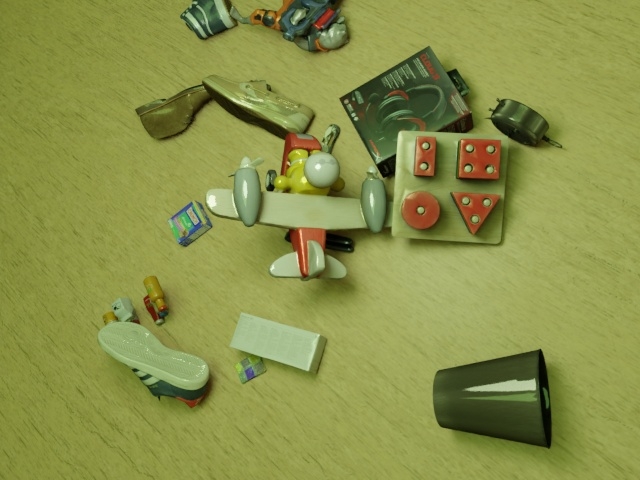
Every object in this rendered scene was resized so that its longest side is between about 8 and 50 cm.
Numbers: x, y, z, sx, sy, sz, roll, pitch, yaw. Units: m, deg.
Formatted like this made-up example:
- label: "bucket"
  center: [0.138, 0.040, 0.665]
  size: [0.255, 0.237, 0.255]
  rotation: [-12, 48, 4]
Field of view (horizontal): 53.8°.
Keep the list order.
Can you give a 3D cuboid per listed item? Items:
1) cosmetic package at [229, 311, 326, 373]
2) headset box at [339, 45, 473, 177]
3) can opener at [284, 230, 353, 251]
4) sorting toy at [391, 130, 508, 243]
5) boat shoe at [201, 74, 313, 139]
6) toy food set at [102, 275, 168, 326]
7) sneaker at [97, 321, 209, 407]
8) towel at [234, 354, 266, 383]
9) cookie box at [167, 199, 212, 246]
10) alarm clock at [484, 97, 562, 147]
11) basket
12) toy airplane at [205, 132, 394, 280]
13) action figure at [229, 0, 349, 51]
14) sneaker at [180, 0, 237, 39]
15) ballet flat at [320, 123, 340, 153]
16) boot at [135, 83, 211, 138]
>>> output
- label: "cosmetic package"
  center: [-0.110, 0.265, 1.641]
  size: [0.239, 0.060, 0.098]
  rotation: [12, 78, 25]
- label: "headset box"
  center: [0.230, -0.330, 1.594]
  size: [0.293, 0.110, 0.218]
  rotation: [-28, 72, 8]
- label: "can opener"
  center: [0.000, 0.000, 1.667]
  size: [0.186, 0.059, 0.073]
  rotation: [12, 56, 16]
- label: "sorting toy"
  center: [0.302, -0.125, 1.470]
  size: [0.257, 0.089, 0.255]
  rotation: [4, 94, 6]
- label: "boat shoe"
  center: [-0.180, -0.397, 1.803]
  size: [0.341, 0.121, 0.110]
  rotation: [30, 79, 12]
- label: "toy food set"
  center: [-0.514, 0.207, 1.806]
  size: [0.232, 0.111, 0.104]
  rotation: [-37, 67, 19]
- label: "sneaker"
  center: [-0.465, 0.349, 1.725]
  size: [0.350, 0.131, 0.148]
  rotation: [25, 128, 20]
- label: "towel"
  center: [-0.188, 0.340, 1.688]
  size: [0.083, 0.009, 0.060]
  rotation: [-30, 68, 14]
- label: "cookie box"
  center: [-0.383, -0.050, 1.850]
  size: [0.107, 0.040, 0.091]
  rotation: [-36, 65, 11]
- label: "alarm clock"
  center: [0.482, -0.264, 1.483]
  size: [0.192, 0.129, 0.064]
  rotation: [30, 92, 6]
- label: "basket"
  center: [0.371, 0.341, 1.371]
  size: [0.227, 0.154, 0.204]
  rotation: [-6, 74, 26]
- label: "toy airplane"
  center: [-0.025, -0.091, 1.526]
  size: [0.384, 0.272, 0.386]
  rotation: [40, 52, 10]
- label: "action figure"
  center: [-0.041, -0.663, 1.818]
  size: [0.330, 0.178, 0.341]
  rotation: [37, 66, 20]
- label: "sneaker"
  center: [-0.375, -0.764, 1.987]
  size: [0.153, 0.099, 0.282]
  rotation: [-25, 72, 14]
- label: "ballet flat"
  center: [0.016, -0.270, 1.730]
  size: [0.041, 0.041, 0.114]
  rotation: [23, 87, 26]
- label: "boot"
  center: [-0.408, -0.405, 1.934]
  size: [0.305, 0.112, 0.115]
  rotation: [-19, 101, 13]
